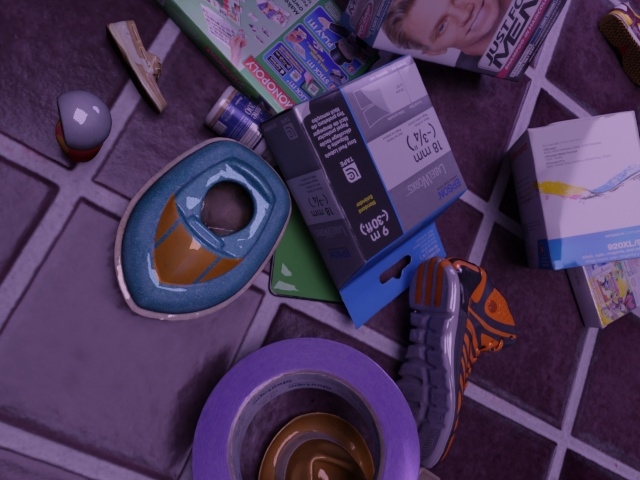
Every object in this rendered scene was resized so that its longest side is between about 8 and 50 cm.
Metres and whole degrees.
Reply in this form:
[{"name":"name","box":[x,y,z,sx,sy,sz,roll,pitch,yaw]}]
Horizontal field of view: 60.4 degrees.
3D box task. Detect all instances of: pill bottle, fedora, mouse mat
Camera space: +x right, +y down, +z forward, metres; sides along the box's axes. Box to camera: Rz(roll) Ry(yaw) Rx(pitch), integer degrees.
[{"name":"pill bottle","box":[-0.102,-0.161,0.795,0.120,0.067,0.067,36,70,-16]},{"name":"fedora","box":[0.008,0.343,0.771,0.194,0.079,0.195,4,81,-23]},{"name":"mouse mat","box":[0.000,0.000,0.853,0.152,0.007,0.190,10,78,-23]}]

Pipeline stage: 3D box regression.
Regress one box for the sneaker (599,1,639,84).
[{"name":"sneaker","box":[0.683,-0.424,1.180,0.084,0.069,0.186,-40,101,-18]}]

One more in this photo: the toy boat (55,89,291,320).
[{"name":"toy boat","box":[-0.196,-0.053,0.694,0.318,0.148,0.268,39,70,-15]}]

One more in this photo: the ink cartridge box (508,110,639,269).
[{"name":"ink cartridge box","box":[0.436,-0.077,0.936,0.168,0.171,0.233,-9,88,8]}]

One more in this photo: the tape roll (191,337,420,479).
[{"name":"tape roll","box":[-0.017,0.268,0.695,0.274,0.090,0.275,0,62,0]}]

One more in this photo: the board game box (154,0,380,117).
[{"name":"board game box","box":[-0.081,-0.333,0.839,0.317,0.046,0.213,46,69,-12]}]

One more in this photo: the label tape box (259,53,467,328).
[{"name":"label tape box","box":[0.094,-0.071,0.812,0.240,0.105,0.334,-33,104,-32]}]

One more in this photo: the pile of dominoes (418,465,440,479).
[{"name":"pile of dominoes","box":[0.094,0.451,0.807,0.251,0.040,0.196,-32,118,-26]}]

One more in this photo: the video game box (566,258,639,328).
[{"name":"video game box","box":[0.562,0.043,1.076,0.187,0.048,0.205,-19,90,-27]}]

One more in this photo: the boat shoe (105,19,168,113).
[{"name":"boat shoe","box":[-0.241,-0.240,0.752,0.045,0.050,0.135,-31,96,-19]}]

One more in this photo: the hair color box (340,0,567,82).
[{"name":"hair color box","box":[0.220,-0.370,0.866,0.347,0.174,0.105,-1,40,-35]}]

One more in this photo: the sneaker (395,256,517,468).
[{"name":"sneaker","box":[0.225,0.192,0.866,0.180,0.124,0.321,10,90,-34]}]
